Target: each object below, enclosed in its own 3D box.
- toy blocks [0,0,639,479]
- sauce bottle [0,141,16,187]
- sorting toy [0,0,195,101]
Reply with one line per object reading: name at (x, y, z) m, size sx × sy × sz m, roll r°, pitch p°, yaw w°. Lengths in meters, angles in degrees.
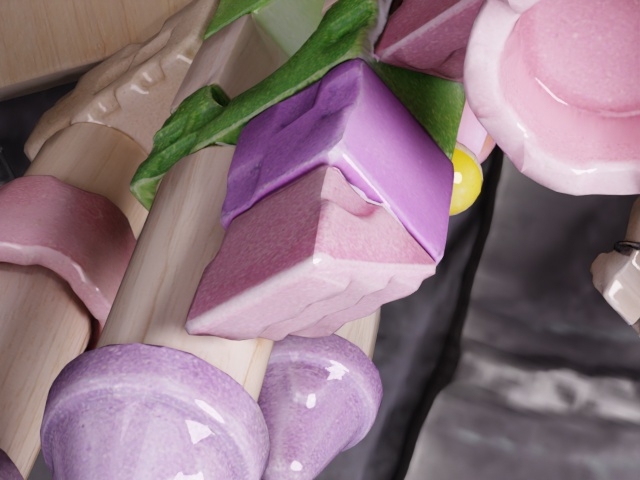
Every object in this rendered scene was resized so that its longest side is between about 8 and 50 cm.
toy blocks at (0.000, 0.000, 0.480) m, size 0.288 × 0.260 × 0.309 m, roll -29°, pitch 117°, yaw 29°
sauce bottle at (-0.111, 0.016, 0.706) m, size 0.042 × 0.042 × 0.128 m, roll -34°, pitch 76°, yaw 18°
sorting toy at (-0.097, -0.183, 0.674) m, size 0.255 × 0.089 × 0.257 m, roll -12°, pitch 85°, yaw 21°
